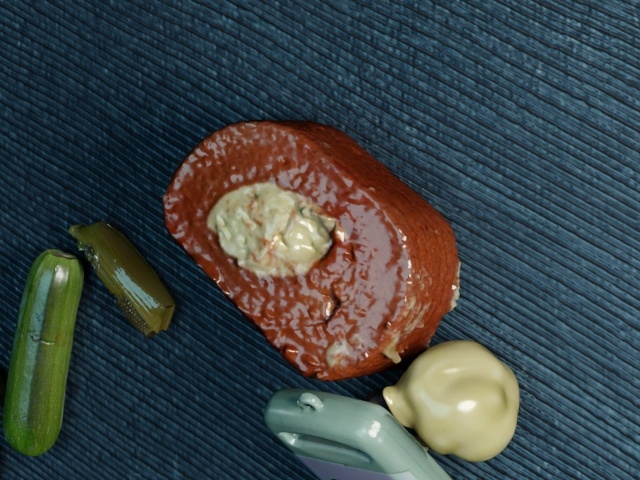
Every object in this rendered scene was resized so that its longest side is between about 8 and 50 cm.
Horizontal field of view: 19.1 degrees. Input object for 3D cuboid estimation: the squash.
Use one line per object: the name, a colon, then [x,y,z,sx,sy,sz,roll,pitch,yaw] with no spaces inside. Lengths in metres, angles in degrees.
squash: [-0.293,0.120,2.008,0.066,0.066,0.229,20,107,30]

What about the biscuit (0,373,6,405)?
biscuit: [-0.472,0.181,2.150,0.295,0.044,0.186,16,103,30]

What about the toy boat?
toy boat: [-0.205,0.035,1.944,0.149,0.047,0.049,49,120,17]

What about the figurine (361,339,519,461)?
figurine: [0.090,0.159,1.731,0.196,0.108,0.114,-26,114,42]

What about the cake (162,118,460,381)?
cake: [0.000,0.000,1.747,0.283,0.151,0.177,47,107,19]

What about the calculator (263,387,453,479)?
calculator: [0.048,0.203,1.716,0.141,0.246,0.045,7,59,41]
